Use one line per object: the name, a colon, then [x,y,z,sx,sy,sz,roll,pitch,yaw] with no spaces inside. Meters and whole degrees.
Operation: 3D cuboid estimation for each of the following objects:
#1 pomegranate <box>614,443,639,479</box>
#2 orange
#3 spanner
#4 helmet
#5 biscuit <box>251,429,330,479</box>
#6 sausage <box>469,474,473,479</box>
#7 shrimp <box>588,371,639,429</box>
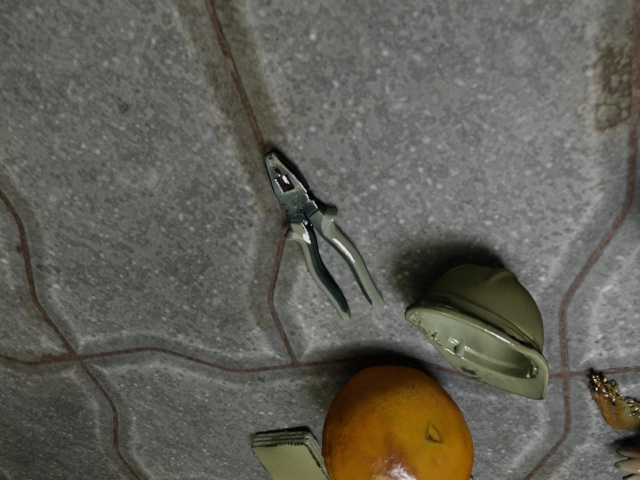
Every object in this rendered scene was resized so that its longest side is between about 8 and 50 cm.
pomegranate: [0.636,0.388,0.742,0.187,0.187,0.225,38,145,-13]
orange: [0.129,0.351,0.747,0.261,0.261,0.261,4,121,7]
spanner: [0.000,0.000,0.688,0.096,0.040,0.324,-21,116,20]
helmet: [0.257,0.117,0.661,0.204,0.137,0.257,9,150,47]
biscuit: [-0.041,0.540,1.008,0.150,0.052,0.252,-17,115,22]
sausage: [0.280,0.525,0.960,0.116,0.026,0.026,7,121,6]
shrimp: [0.554,0.278,0.762,0.124,0.034,0.178,-29,113,21]
